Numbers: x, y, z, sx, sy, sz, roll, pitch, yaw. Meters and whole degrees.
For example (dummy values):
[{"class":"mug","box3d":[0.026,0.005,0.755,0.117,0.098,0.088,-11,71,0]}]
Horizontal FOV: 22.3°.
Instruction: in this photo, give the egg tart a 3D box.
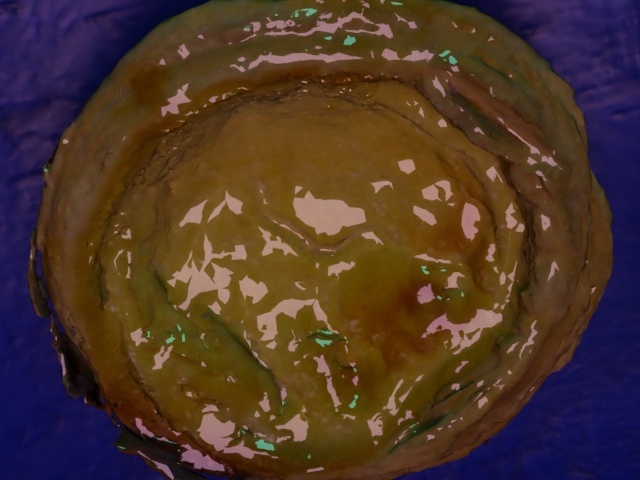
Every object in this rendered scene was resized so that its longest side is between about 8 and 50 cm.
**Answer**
[{"class":"egg tart","box3d":[0.000,0.000,0.770,0.278,0.095,0.279,0,118,0]}]
